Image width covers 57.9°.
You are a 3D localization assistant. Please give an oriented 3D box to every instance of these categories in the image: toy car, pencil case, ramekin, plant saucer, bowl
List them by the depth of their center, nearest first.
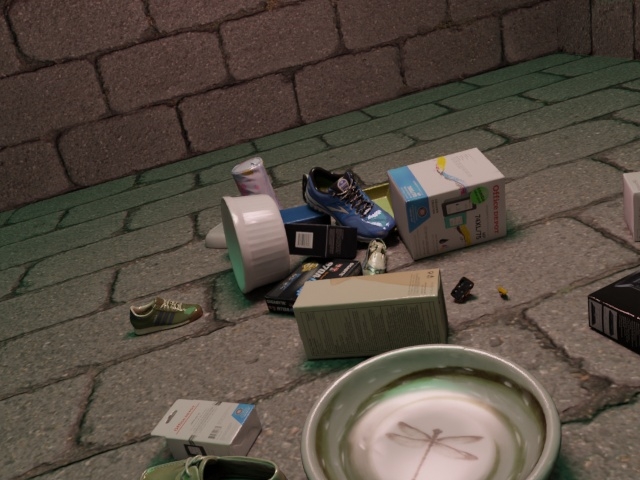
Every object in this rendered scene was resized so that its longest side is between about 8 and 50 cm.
[{"bbox_3d":[0.172,0.322,0.923,0.400,0.100,0.400,-12,23,5],"label":"plant saucer"},{"bbox_3d":[0.369,0.127,1.347,0.122,0.060,0.040,17,-9,23],"label":"toy car"},{"bbox_3d":[-0.184,0.001,1.632,0.135,0.277,0.277,-12,22,-16],"label":"ramekin"},{"bbox_3d":[0.161,-0.078,1.807,0.188,0.045,0.188,-15,54,-1],"label":"plant saucer"},{"bbox_3d":[-0.199,-0.143,1.952,0.113,0.273,0.124,-38,26,-31],"label":"pencil case"},{"bbox_3d":[-0.327,-0.027,2.031,0.142,0.053,0.142,1,27,33],"label":"bowl"}]

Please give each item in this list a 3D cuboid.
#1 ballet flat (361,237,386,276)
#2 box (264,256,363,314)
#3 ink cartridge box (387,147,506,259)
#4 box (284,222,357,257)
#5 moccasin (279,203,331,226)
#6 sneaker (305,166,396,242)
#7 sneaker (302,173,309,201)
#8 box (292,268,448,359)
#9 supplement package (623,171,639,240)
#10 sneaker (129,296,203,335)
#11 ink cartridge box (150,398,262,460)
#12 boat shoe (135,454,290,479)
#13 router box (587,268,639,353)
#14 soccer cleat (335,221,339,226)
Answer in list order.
[{"bbox_3d":[0.150,0.049,1.569,0.070,0.070,0.188,-10,25,9],"label":"ballet flat"},{"bbox_3d":[-0.014,0.120,1.532,0.175,0.051,0.220,3,29,34],"label":"box"},{"bbox_3d":[0.351,-0.105,1.614,0.270,0.198,0.197,-15,33,-1],"label":"ink cartridge box"},{"bbox_3d":[0.000,0.000,1.667,0.156,0.093,0.158,4,1,36],"label":"box"},{"bbox_3d":[-0.131,-0.023,1.847,0.342,0.116,0.137,-7,37,4],"label":"moccasin"},{"bbox_3d":[0.080,-0.113,1.723,0.330,0.147,0.130,32,65,23],"label":"sneaker"},{"bbox_3d":[0.007,-0.185,2.161,0.108,0.100,0.271,-9,23,-25],"label":"sneaker"},{"bbox_3d":[0.112,0.162,1.257,0.311,0.148,0.121,-5,25,17],"label":"box"},{"bbox_3d":[0.881,-0.095,1.403,0.244,0.133,0.139,-6,25,19],"label":"supplement package"},{"bbox_3d":[-0.423,0.190,1.561,0.192,0.086,0.064,-15,24,-3],"label":"sneaker"},{"bbox_3d":[-0.216,0.362,1.098,0.180,0.060,0.104,-2,27,24],"label":"ink cartridge box"},{"bbox_3d":[-0.184,0.398,0.960,0.302,0.094,0.109,-6,25,18],"label":"boat shoe"},{"bbox_3d":[0.712,0.122,1.085,0.309,0.081,0.243,-21,24,-16],"label":"router box"},{"bbox_3d":[0.111,-0.071,1.876,0.072,0.060,0.179,6,28,35],"label":"soccer cleat"}]
